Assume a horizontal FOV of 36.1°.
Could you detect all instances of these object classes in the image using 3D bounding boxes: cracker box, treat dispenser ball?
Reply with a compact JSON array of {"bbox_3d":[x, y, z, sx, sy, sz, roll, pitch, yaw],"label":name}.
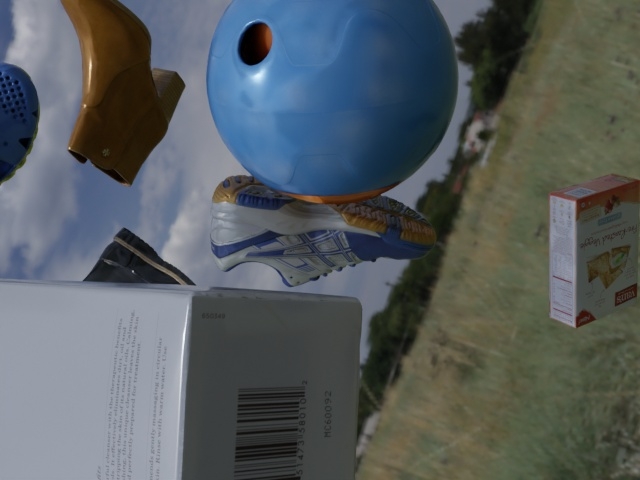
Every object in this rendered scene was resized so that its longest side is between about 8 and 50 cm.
[{"bbox_3d":[0.468,0.017,1.678,0.156,0.067,0.232,-17,-67,-29],"label":"cracker box"},{"bbox_3d":[0.014,-0.185,1.130,0.288,0.288,0.288,19,-90,-83],"label":"treat dispenser ball"}]

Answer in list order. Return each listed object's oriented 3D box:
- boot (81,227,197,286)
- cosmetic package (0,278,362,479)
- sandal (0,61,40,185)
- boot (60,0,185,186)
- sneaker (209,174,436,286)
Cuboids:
[{"bbox_3d":[-0.255,0.091,1.416,0.137,0.198,0.077,-50,-19,-14],"label":"boot"},{"bbox_3d":[-0.146,0.130,0.782,0.155,0.366,0.196,5,-92,-39],"label":"cosmetic package"},{"bbox_3d":[-0.479,-0.095,1.283,0.317,0.126,0.138,-58,6,-3],"label":"sandal"},{"bbox_3d":[-0.332,-0.228,1.489,0.295,0.104,0.211,48,-118,-47],"label":"boot"},{"bbox_3d":[0.000,0.000,1.300,0.112,0.297,0.130,-86,6,-68],"label":"sneaker"}]
